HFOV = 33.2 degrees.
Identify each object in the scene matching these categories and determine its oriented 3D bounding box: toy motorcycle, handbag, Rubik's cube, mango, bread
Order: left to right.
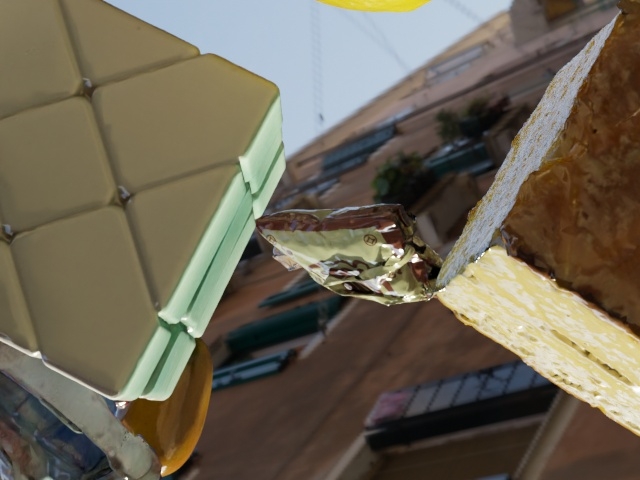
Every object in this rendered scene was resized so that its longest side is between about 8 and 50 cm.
[{"bbox_3d":[-0.320,0.251,1.330,0.319,0.182,0.241,44,177,-3],"label":"toy motorcycle"},{"bbox_3d":[-0.239,-0.045,1.074,0.319,0.316,0.321,26,-97,4],"label":"Rubik's cube"},{"bbox_3d":[-0.221,0.233,1.546,0.151,0.120,0.221,37,-106,-82],"label":"mango"},{"bbox_3d":[0.053,0.015,1.513,0.213,0.235,0.127,45,-127,-43],"label":"handbag"},{"bbox_3d":[0.282,-0.005,0.889,0.279,0.207,0.279,30,-111,-2],"label":"bread"}]

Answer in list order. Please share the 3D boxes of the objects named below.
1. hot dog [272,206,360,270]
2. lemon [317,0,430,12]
[{"bbox_3d":[0.000,0.000,1.845,0.131,0.253,0.069,-19,-92,-30],"label":"hot dog"},{"bbox_3d":[0.046,-0.324,0.913,0.254,0.310,0.253,12,-128,-16],"label":"lemon"}]
